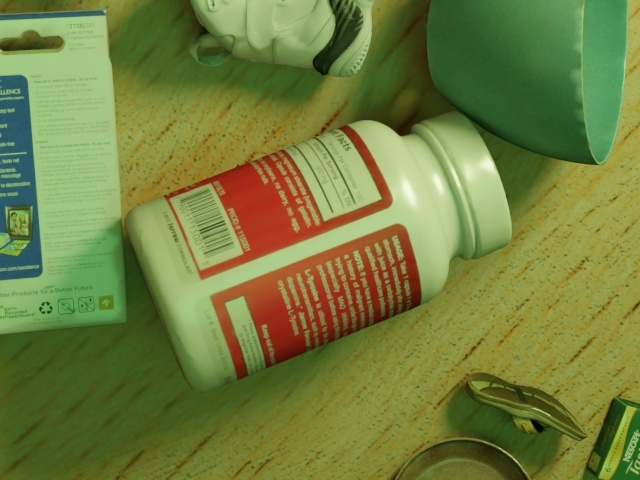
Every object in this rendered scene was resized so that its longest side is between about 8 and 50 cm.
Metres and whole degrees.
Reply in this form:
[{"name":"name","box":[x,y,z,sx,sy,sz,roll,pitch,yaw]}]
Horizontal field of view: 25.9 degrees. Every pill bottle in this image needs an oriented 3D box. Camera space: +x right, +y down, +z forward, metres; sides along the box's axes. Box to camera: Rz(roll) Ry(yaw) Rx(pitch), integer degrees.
[{"name":"pill bottle","box":[0.000,0.000,1.606,0.408,0.229,0.229,-21,108,-8]}]

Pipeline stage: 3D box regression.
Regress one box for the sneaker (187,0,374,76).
[{"name":"sneaker","box":[-0.045,-0.340,1.517,0.210,0.137,0.366,-4,127,-11]}]

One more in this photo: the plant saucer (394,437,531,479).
[{"name":"plant saucer","box":[0.184,0.358,1.812,0.198,0.036,0.198,1,75,-2]}]

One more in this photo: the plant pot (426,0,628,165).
[{"name":"plant pot","box":[0.234,-0.234,1.605,0.195,0.290,0.290,3,106,21]}]

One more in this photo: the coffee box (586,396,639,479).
[{"name":"coffee box","box":[0.465,0.290,1.899,0.184,0.040,0.113,18,99,-18]}]

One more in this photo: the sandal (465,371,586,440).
[{"name":"sandal","box":[0.263,0.224,1.819,0.180,0.072,0.049,20,114,-17]}]

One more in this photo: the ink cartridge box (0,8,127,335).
[{"name":"ink cartridge box","box":[-0.320,-0.077,1.591,0.176,0.069,0.371,-5,108,-12]}]
